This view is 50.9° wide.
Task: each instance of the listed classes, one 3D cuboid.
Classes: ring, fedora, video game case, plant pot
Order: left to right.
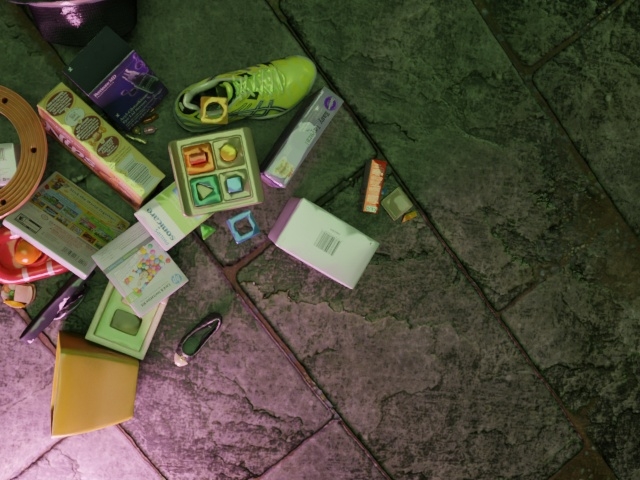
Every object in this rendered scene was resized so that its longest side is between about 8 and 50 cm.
[{"bbox_3d":[-0.801,-0.203,1.566,0.336,0.032,0.337,0,84,0],"label":"ring"},{"bbox_3d":[-0.612,-0.040,1.639,0.227,0.026,0.206,36,43,-10],"label":"video game case"},{"bbox_3d":[-0.560,-0.552,1.593,0.333,0.334,0.153,-11,126,-9],"label":"fedora"},{"bbox_3d":[-0.557,0.349,1.660,0.187,0.212,0.212,5,93,-23],"label":"plant pot"}]

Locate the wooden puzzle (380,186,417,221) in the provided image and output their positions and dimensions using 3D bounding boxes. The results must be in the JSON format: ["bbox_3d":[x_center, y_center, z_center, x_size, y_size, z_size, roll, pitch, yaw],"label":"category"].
[{"bbox_3d":[0.210,-0.100,1.851,0.078,0.014,0.116,-34,99,-11],"label":"wooden puzzle"}]

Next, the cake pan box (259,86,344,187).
[{"bbox_3d":[-0.059,-0.255,1.678,0.070,0.245,0.267,34,86,-14],"label":"cake pan box"}]

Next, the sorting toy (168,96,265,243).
[{"bbox_3d":[-0.237,-0.159,1.543,0.195,0.047,0.348,-12,95,-8],"label":"sorting toy"}]

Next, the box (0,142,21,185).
[{"bbox_3d":[-0.780,-0.181,1.636,0.101,0.087,0.102,-7,96,-8],"label":"box"}]

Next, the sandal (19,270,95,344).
[{"bbox_3d":[-0.648,0.163,1.686,0.054,0.097,0.254,42,96,-22],"label":"sandal"}]

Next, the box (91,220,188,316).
[{"bbox_3d":[-0.433,0.068,1.614,0.145,0.038,0.186,-38,93,-16],"label":"box"}]

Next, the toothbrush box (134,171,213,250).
[{"bbox_3d":[-0.303,-0.112,1.663,0.283,0.206,0.122,-41,99,-4],"label":"toothbrush box"}]

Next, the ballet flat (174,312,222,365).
[{"bbox_3d":[-0.324,0.257,1.762,0.057,0.049,0.173,40,87,-9],"label":"ballet flat"}]

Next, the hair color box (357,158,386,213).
[{"bbox_3d":[0.138,-0.144,1.805,0.043,0.072,0.141,10,93,-10],"label":"hair color box"}]

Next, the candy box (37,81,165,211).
[{"bbox_3d":[-0.528,-0.217,1.623,0.316,0.183,0.088,44,71,-10],"label":"candy box"}]

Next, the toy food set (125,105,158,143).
[{"bbox_3d":[-0.451,-0.310,1.721,0.077,0.019,0.122,21,82,-11],"label":"toy food set"}]

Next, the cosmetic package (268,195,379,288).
[{"bbox_3d":[0.000,0.000,1.713,0.224,0.224,0.138,31,91,-10],"label":"cosmetic package"}]

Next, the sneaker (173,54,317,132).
[{"bbox_3d":[-0.182,-0.368,1.698,0.384,0.147,0.145,-23,95,-9],"label":"sneaker"}]

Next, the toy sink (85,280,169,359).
[{"bbox_3d":[-0.467,0.156,1.690,0.152,0.131,0.234,24,89,-11],"label":"toy sink"}]

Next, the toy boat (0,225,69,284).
[{"bbox_3d":[-0.705,0.025,1.630,0.230,0.151,0.151,-15,96,-9],"label":"toy boat"}]

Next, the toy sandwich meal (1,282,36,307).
[{"bbox_3d":[-0.760,0.133,1.689,0.085,0.029,0.086,-1,94,-10],"label":"toy sandwich meal"}]

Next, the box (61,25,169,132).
[{"bbox_3d":[-0.484,-0.379,1.605,0.108,0.207,0.153,42,87,18],"label":"box"}]
